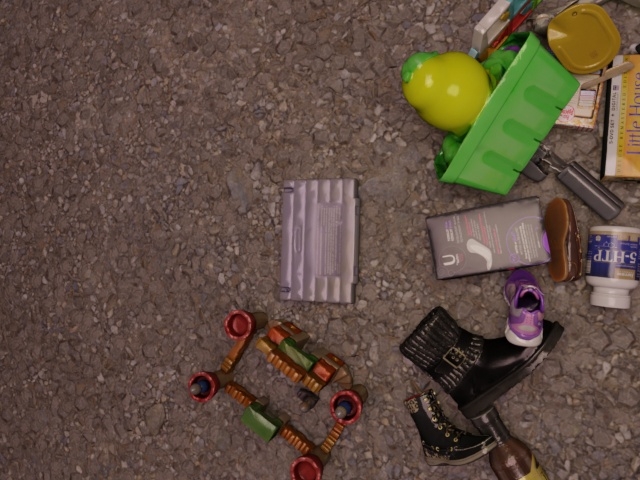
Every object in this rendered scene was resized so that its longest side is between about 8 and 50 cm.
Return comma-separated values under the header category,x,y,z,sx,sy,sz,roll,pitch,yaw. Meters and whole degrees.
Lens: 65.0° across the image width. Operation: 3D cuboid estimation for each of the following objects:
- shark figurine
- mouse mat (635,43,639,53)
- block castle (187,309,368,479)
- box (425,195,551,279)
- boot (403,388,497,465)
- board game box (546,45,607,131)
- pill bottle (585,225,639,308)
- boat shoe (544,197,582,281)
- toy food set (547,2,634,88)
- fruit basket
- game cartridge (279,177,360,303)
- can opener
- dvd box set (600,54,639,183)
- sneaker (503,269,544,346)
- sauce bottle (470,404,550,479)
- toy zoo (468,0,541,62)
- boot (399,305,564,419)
category,x,y,z,sx,sy,sz,roll,pitch,yaw
shark figurine,0.640,-0.547,1.257,0.278,0.166,0.116,-22,106,-1
mouse mat,0.855,-0.439,1.156,0.189,0.007,0.153,-21,55,0
block castle,-0.118,0.417,1.383,0.453,0.213,0.303,33,98,17
box,0.416,0.001,1.262,0.270,0.143,0.166,-10,83,17
boot,0.313,0.463,1.262,0.236,0.085,0.179,-42,67,51
board game box,0.625,-0.381,1.263,0.146,0.045,0.194,13,91,18
pill bottle,0.690,0.062,1.186,0.111,0.112,0.187,4,89,18
boat shoe,0.607,-0.001,1.244,0.073,0.073,0.207,0,90,-19
toy food set,0.622,-0.468,1.177,0.128,0.218,0.071,-28,33,38
fruit basket,0.349,-0.323,1.181,0.391,0.283,0.393,3,111,8
game cartridge,0.000,0.000,1.447,0.230,0.068,0.356,1,88,15
can opener,0.611,-0.148,1.256,0.283,0.076,0.095,47,134,14
dvd box set,0.888,-0.278,1.151,0.419,0.062,0.308,6,84,19
sneaker,0.489,0.137,1.191,0.095,0.236,0.105,5,126,16
sauce bottle,0.490,0.575,1.226,0.111,0.111,0.345,-33,79,14
toy zoo,0.466,-0.558,1.248,0.030,0.192,0.293,45,102,16
boot,0.395,0.251,1.263,0.348,0.131,0.260,-44,75,12
